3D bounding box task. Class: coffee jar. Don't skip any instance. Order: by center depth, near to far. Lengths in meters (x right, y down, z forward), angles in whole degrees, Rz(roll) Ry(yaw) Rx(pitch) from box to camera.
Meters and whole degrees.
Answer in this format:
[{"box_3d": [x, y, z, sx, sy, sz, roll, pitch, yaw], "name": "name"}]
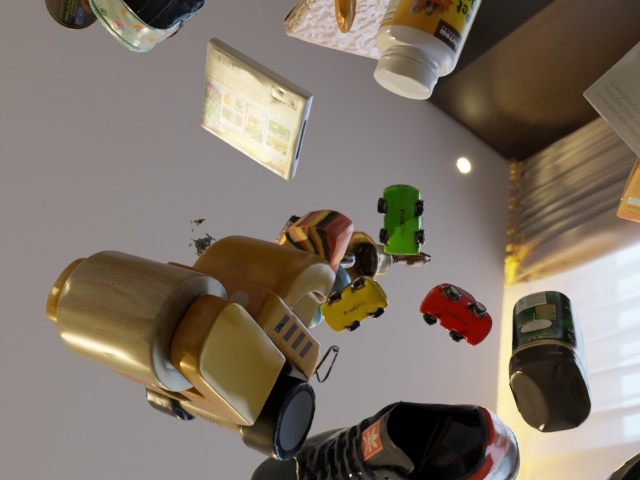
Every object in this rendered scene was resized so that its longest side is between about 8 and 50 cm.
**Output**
[{"box_3d": [0.260, 0.134, 0.816, 0.096, 0.079, 0.184, 68, -158, -13], "name": "coffee jar"}]

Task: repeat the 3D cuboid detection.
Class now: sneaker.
[{"box_3d": [0.059, 0.262, 0.870, 0.148, 0.350, 0.131, 59, -162, -52], "name": "sneaker"}, {"box_3d": [0.000, 0.000, 1.329, 0.171, 0.063, 0.074, 20, -85, -27], "name": "sneaker"}]

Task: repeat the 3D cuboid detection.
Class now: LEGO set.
[{"box_3d": [-0.233, -0.001, 1.404, 0.054, 0.023, 0.083, -29, -70, -11], "name": "LEGO set"}]

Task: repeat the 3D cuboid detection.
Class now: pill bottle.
[{"box_3d": [0.150, -0.308, 0.984, 0.117, 0.117, 0.214, 25, -96, -28], "name": "pill bottle"}]

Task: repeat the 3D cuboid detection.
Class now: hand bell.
[{"box_3d": [0.166, 0.043, 1.633, 0.242, 0.126, 0.126, 1, -112, -42], "name": "hand bell"}]

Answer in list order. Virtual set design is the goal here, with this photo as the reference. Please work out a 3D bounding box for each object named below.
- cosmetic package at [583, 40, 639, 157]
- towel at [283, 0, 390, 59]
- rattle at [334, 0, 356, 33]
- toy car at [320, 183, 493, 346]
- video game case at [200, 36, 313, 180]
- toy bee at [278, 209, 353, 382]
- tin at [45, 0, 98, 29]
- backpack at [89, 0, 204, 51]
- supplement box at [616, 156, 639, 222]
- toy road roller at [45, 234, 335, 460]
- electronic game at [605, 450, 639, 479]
[{"box_3d": [0.423, -0.154, 0.807, 0.184, 0.151, 0.151, -2, -128, -56], "name": "cosmetic package"}, {"box_3d": [0.134, -0.492, 1.429, 0.317, 0.332, 0.053, 4, -116, -34], "name": "towel"}, {"box_3d": [0.101, -0.337, 0.796, 0.200, 0.130, 0.142, -18, -87, -8], "name": "rattle"}, {"box_3d": [0.117, 0.027, 0.982, 0.053, 0.239, 0.224, -52, -38, -65], "name": "toy car"}, {"box_3d": [-0.089, -0.170, 0.940, 0.157, 0.143, 0.019, 33, -130, 14], "name": "video game case"}, {"box_3d": [-0.050, 0.076, 1.095, 0.162, 0.298, 0.195, 22, -162, 20], "name": "toy bee"}, {"box_3d": [-0.462, -0.499, 1.364, 0.106, 0.040, 0.189, 9, -77, -25], "name": "tin"}, {"box_3d": [-0.330, -0.436, 1.311, 0.166, 0.144, 0.188, 50, -146, -20], "name": "backpack"}, {"box_3d": [0.519, -0.106, 1.090, 0.080, 0.233, 0.078, 18, -108, 19], "name": "supplement box"}, {"box_3d": [-0.113, 0.079, 0.818, 0.240, 0.203, 0.329, -65, -31, -22], "name": "toy road roller"}, {"box_3d": [0.264, 0.183, 0.408, 0.229, 0.229, 0.048, -46, -62, -43], "name": "electronic game"}]
